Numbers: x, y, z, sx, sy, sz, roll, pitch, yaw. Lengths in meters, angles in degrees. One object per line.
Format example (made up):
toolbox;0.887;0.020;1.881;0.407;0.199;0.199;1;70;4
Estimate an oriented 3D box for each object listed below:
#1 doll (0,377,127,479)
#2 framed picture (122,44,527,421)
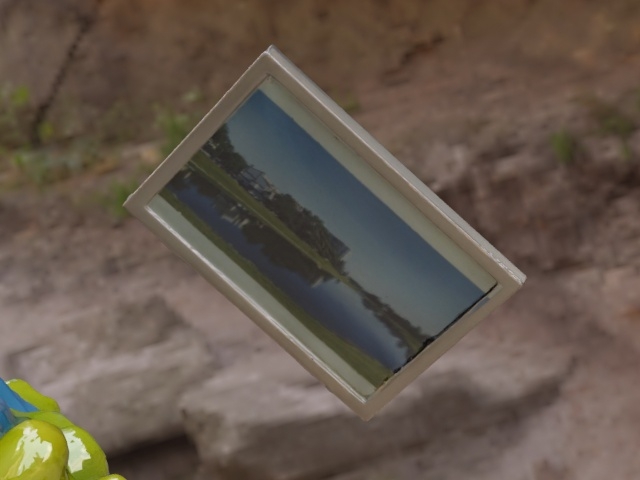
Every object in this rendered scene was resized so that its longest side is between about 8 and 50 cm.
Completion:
doll;-0.161;0.019;0.620;0.099;0.346;0.341;-58;-1;-5
framed picture;0.000;0.000;0.861;0.109;0.149;0.011;-45;7;32
